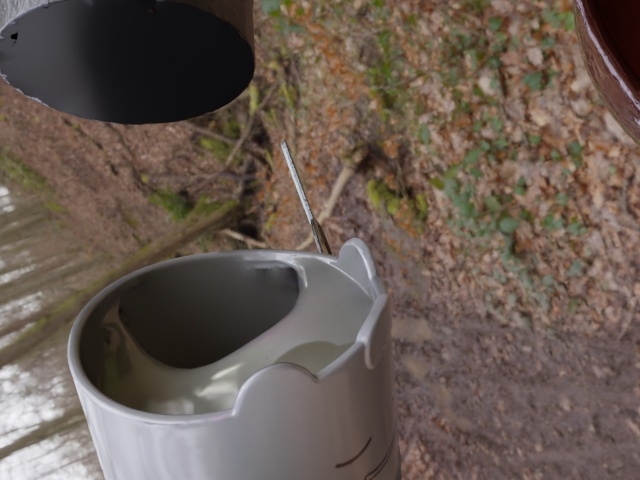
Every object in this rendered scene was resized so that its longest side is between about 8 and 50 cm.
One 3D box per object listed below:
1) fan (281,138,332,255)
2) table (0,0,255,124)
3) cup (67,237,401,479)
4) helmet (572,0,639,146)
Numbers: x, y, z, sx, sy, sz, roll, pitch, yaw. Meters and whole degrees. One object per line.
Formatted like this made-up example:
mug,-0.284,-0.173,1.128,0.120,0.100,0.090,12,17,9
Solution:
fan,0.000,0.000,0.800,0.152,0.008,0.227,-66,-45,-84
table,-0.101,-0.109,0.398,0.133,0.133,0.043,84,-179,-73
cup,-0.038,0.131,0.586,0.290,0.219,0.258,-53,-39,-57
helmet,0.321,-0.148,0.461,0.230,0.384,0.338,38,-105,-83
